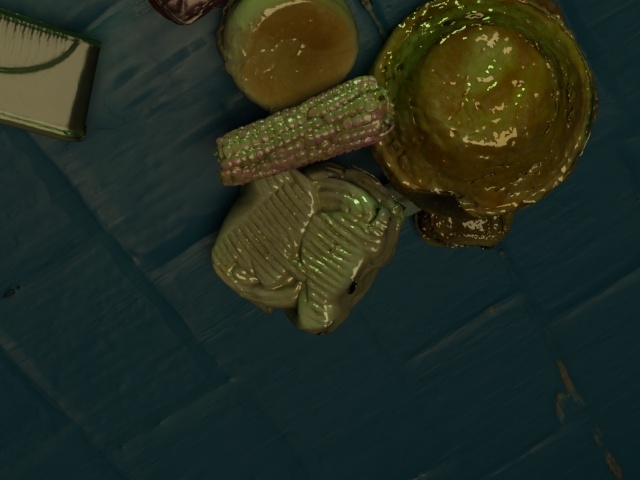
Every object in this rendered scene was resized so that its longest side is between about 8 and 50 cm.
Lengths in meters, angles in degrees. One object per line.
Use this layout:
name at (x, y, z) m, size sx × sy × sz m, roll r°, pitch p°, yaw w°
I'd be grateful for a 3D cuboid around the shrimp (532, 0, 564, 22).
shrimp at (0.374, -0.378, 1.542) m, size 0.254 × 0.059 × 0.145 m, roll -40°, pitch 114°, yaw 6°

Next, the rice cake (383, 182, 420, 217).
rice cake at (0.193, -0.096, 1.578) m, size 0.226 × 0.040 × 0.085 m, roll -22°, pitch 82°, yaw 24°

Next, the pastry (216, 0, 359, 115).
pastry at (-0.060, -0.354, 1.397) m, size 0.264 × 0.133 × 0.265 m, roll -10°, pitch 129°, yaw -13°

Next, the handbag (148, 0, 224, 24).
handbag at (-0.205, -0.478, 1.320) m, size 0.225 × 0.135 × 0.146 m, roll -35°, pitch 121°, yaw 3°

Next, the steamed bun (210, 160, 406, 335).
steamed bun at (0.000, 0.000, 1.531) m, size 0.393 × 0.237 × 0.347 m, roll -10°, pitch 94°, yaw 24°

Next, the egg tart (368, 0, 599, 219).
egg tart at (0.296, -0.254, 1.428) m, size 0.442 × 0.178 × 0.443 m, roll 0°, pitch 90°, yaw 5°

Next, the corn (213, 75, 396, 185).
corn at (-0.027, -0.187, 1.386) m, size 0.335 × 0.127 × 0.127 m, roll -22°, pitch 117°, yaw 2°

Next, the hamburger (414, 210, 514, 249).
hamburger at (0.305, -0.074, 1.643) m, size 0.206 × 0.130 × 0.183 m, roll 6°, pitch 112°, yaw 4°

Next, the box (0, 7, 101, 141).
box at (-0.521, -0.294, 1.340) m, size 0.274 × 0.138 × 0.178 m, roll 15°, pitch 104°, yaw -22°
